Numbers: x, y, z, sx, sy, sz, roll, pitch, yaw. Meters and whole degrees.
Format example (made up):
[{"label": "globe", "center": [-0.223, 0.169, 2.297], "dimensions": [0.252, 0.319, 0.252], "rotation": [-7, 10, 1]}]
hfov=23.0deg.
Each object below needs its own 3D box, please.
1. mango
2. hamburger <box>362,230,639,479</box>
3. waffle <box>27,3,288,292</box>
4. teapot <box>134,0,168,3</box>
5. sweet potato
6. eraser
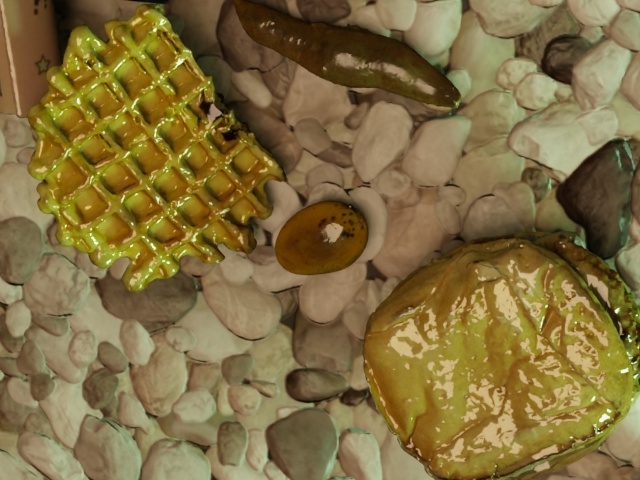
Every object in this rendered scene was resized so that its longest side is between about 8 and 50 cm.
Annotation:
[{"label": "mango", "center": [0.000, 0.000, 1.687], "dimensions": [0.114, 0.057, 0.079], "rotation": [-29, 102, 31]}, {"label": "hamburger", "center": [0.196, 0.121, 1.623], "dimensions": [0.283, 0.144, 0.259], "rotation": [-19, 98, 25]}, {"label": "waffle", "center": [-0.169, -0.095, 1.643], "dimensions": [0.283, 0.065, 0.309], "rotation": [2, 111, -19]}, {"label": "teapot", "center": [-0.195, -0.283, 1.594], "dimensions": [0.177, 0.096, 0.087], "rotation": [1, 109, -31]}, {"label": "sweet potato", "center": [0.020, -0.193, 1.612], "dimensions": [0.274, 0.067, 0.067], "rotation": [23, 113, 13]}, {"label": "eraser", "center": [-0.333, -0.285, 1.642], "dimensions": [0.087, 0.171, 0.290], "rotation": [-13, 108, -22]}]
